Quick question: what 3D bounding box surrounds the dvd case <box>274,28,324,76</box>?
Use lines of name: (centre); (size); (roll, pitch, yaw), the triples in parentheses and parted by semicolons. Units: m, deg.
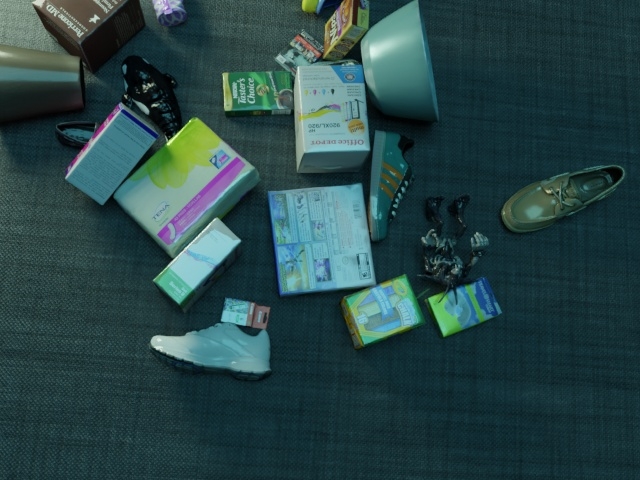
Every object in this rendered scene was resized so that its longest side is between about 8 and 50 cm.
dvd case: (-0.053, -0.504, 2.033); (0.087, 0.013, 0.119); (40, 75, 4)

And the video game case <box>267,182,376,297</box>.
video game case: (0.000, 0.000, 1.898); (0.244, 0.061, 0.269); (-5, 78, -9)

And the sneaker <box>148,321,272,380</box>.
sneaker: (-0.260, 0.258, 1.803); (0.297, 0.111, 0.129); (10, 65, -11)

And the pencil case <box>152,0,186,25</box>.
pencil case: (-0.415, -0.676, 1.994); (0.086, 0.088, 0.206); (-17, 80, -7)

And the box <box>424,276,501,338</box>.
box: (0.369, 0.168, 1.911); (0.178, 0.042, 0.109); (-21, 81, -9)

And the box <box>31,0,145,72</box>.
box: (-0.583, -0.578, 1.912); (0.168, 0.167, 0.203); (41, 76, 4)

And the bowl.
bowl: (0.201, -0.443, 1.926); (0.163, 0.311, 0.311); (-10, 78, 12)

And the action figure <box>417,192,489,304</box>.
action figure: (0.324, 0.014, 1.876); (0.164, 0.141, 0.275); (2, 65, -6)

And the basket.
basket: (-0.709, -0.394, 1.867); (0.227, 0.154, 0.204); (-4, 103, -12)

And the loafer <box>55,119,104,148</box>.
loafer: (-0.554, -0.261, 1.889); (0.223, 0.078, 0.076); (6, 77, -5)

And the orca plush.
orca plush: (-0.432, -0.359, 1.912); (0.151, 0.102, 0.287); (-14, 79, -9)

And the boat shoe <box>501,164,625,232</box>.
boat shoe: (0.636, -0.123, 1.970); (0.341, 0.110, 0.121); (-24, 81, -11)

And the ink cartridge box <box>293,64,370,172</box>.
ink cartridge box: (0.025, -0.305, 1.915); (0.171, 0.168, 0.232); (-3, 77, -7)

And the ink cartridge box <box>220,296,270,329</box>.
ink cartridge box: (-0.184, 0.181, 1.853); (0.115, 0.029, 0.063); (11, 76, -3)

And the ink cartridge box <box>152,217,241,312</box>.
ink cartridge box: (-0.290, 0.061, 1.805); (0.093, 0.154, 0.212); (41, 76, 4)

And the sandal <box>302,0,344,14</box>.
sandal: (0.086, -0.723, 2.050); (0.138, 0.126, 0.317); (34, 84, -1)

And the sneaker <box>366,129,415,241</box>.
sneaker: (0.184, -0.140, 1.927); (0.121, 0.108, 0.302); (6, 75, -1)

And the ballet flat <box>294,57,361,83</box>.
ballet flat: (0.024, -0.445, 1.995); (0.188, 0.070, 0.070); (-19, 80, -9)

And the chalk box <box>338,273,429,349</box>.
chalk box: (0.170, 0.171, 1.842); (0.213, 0.132, 0.132); (-19, 79, -9)

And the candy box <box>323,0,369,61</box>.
candy box: (0.066, -0.559, 1.964); (0.053, 0.187, 0.109); (10, 71, -19)

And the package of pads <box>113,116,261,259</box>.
package of pads: (-0.331, -0.132, 1.843); (0.229, 0.101, 0.296); (42, 81, 17)

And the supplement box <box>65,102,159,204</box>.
supplement box: (-0.507, -0.212, 1.822); (0.114, 0.111, 0.220); (37, 93, -25)

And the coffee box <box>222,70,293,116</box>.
coffee box: (-0.165, -0.387, 1.979); (0.184, 0.040, 0.113); (-2, 77, -7)
